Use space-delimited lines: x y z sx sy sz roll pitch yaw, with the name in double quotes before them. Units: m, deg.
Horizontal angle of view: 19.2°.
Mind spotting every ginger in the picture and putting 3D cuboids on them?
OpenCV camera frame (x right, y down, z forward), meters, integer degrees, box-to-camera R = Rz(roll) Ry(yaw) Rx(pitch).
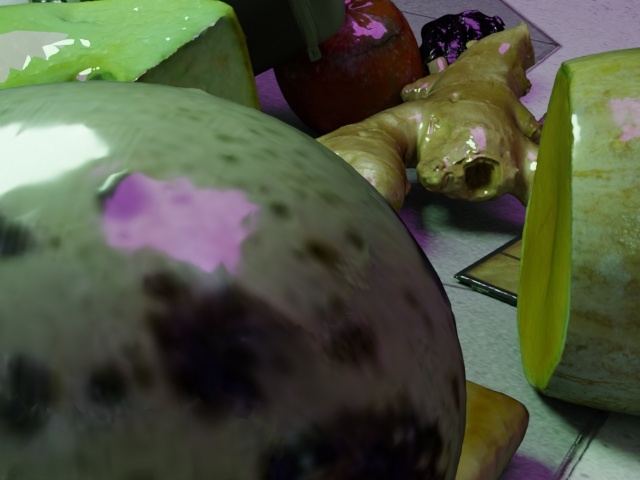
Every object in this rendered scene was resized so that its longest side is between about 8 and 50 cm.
"ginger" 0.126 -0.103 1.953 0.363 0.122 0.348 -4 33 -13

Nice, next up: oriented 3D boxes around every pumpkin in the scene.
"pumpkin" 0.267 -0.016 1.563 0.199 0.332 0.332 8 22 -9

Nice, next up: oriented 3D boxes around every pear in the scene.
"pear" -0.249 -0.050 1.494 0.318 0.238 0.342 14 39 37

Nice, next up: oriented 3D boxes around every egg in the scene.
"egg" -0.131 0.081 1.069 0.428 0.345 0.345 4 19 13

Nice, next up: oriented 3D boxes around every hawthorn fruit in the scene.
"hawthorn fruit" 0.034 -0.192 2.105 0.173 0.172 0.173 11 21 -4

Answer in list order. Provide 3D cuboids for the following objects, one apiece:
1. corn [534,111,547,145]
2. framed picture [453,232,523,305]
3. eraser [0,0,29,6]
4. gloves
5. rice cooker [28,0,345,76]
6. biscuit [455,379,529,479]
"corn" 0.362 -0.101 2.165 0.253 0.086 0.086 15 21 9
"framed picture" 0.314 0.038 1.879 0.255 0.014 0.339 22 23 23
"eraser" -0.300 -0.240 2.132 0.298 0.078 0.076 -3 27 -36
"gloves" 0.165 -0.224 2.329 0.129 0.106 0.180 16 17 2
"rice cooker" -0.145 -0.308 1.937 0.325 0.335 0.335 -27 27 0
"biscuit" 0.011 0.145 1.370 0.237 0.062 0.291 18 22 14
